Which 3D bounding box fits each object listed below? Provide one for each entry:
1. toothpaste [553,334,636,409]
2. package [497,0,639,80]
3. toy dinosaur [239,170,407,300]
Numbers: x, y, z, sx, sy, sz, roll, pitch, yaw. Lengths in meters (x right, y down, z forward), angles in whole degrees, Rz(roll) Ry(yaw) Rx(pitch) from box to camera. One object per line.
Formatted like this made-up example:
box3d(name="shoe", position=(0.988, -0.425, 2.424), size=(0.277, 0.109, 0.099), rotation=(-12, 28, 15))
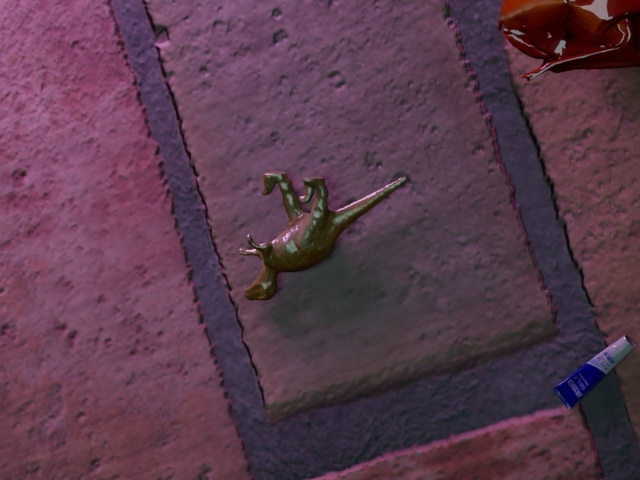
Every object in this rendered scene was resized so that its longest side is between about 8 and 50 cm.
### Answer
box3d(name="toothpaste", position=(0.236, 0.112, 1.369), size=(0.083, 0.015, 0.024), rotation=(-43, 70, 25))
box3d(name="package", position=(0.259, -0.319, 1.229), size=(0.123, 0.196, 0.423), rotation=(19, 100, 16))
box3d(name="toy dinosaur", position=(0.000, 0.000, 1.453), size=(0.162, 0.039, 0.126), rotation=(4, 105, 18))
